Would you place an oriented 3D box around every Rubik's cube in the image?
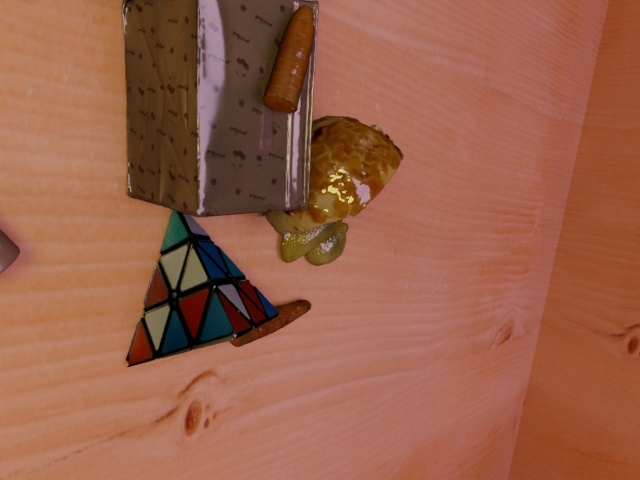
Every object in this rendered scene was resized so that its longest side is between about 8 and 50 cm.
[{"bbox_3d":[-0.140,0.123,0.754,0.250,0.234,0.284,23,86,-28],"label":"Rubik's cube"}]

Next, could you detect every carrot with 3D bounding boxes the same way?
[{"bbox_3d":[-0.034,-0.236,0.611,0.048,0.048,0.139,18,85,-45],"label":"carrot"},{"bbox_3d":[-0.094,0.157,0.978,0.210,0.061,0.061,-13,110,-45],"label":"carrot"}]

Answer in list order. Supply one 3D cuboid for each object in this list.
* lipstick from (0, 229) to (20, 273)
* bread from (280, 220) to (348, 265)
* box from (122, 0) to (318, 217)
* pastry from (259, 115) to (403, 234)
[{"bbox_3d":[-0.464,-0.059,0.545,0.070,0.070,0.254,-46,129,-25],"label":"lipstick"},{"bbox_3d":[0.000,0.000,1.016,0.188,0.065,0.149,-34,128,-35],"label":"bread"},{"bbox_3d":[-0.152,-0.197,0.697,0.190,0.225,0.297,-6,104,-43],"label":"box"},{"bbox_3d":[0.004,-0.135,0.873,0.256,0.237,0.170,-39,107,-28],"label":"pastry"}]
